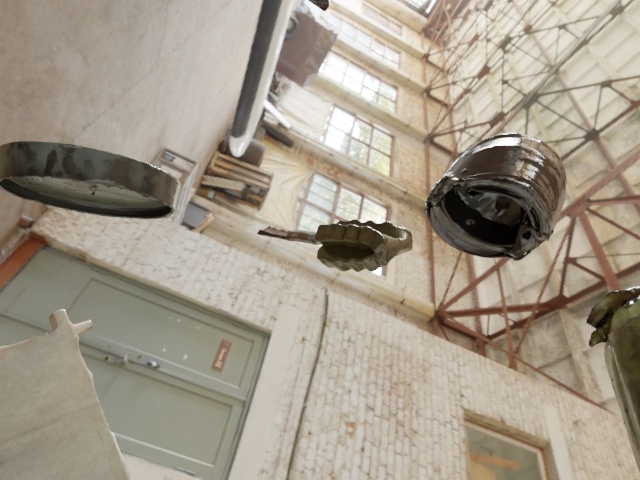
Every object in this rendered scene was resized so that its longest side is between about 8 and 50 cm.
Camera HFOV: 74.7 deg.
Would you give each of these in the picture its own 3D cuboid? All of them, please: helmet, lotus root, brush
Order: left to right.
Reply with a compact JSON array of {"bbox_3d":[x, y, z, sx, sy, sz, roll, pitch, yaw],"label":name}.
[{"bbox_3d":[0.000,0.000,0.655,0.301,0.084,0.071,6,-73,45],"label":"brush"},{"bbox_3d":[0.351,-0.094,0.839,0.177,0.225,0.305,-57,180,-14],"label":"helmet"},{"bbox_3d":[0.393,0.190,0.435,0.173,0.173,0.309,130,-26,-53],"label":"lotus root"}]

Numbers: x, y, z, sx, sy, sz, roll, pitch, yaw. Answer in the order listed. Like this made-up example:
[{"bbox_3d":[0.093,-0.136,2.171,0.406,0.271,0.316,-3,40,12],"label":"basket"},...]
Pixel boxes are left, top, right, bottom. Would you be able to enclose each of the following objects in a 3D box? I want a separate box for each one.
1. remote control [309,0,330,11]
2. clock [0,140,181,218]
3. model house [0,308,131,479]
[{"bbox_3d":[-0.073,-0.494,0.765,0.028,0.212,0.059,-44,-148,40],"label":"remote control"},{"bbox_3d":[-0.432,-0.103,0.800,0.312,0.313,0.061,152,-57,-72],"label":"clock"},{"bbox_3d":[-0.219,0.231,0.310,0.169,0.326,0.244,-22,-178,-36],"label":"model house"}]
